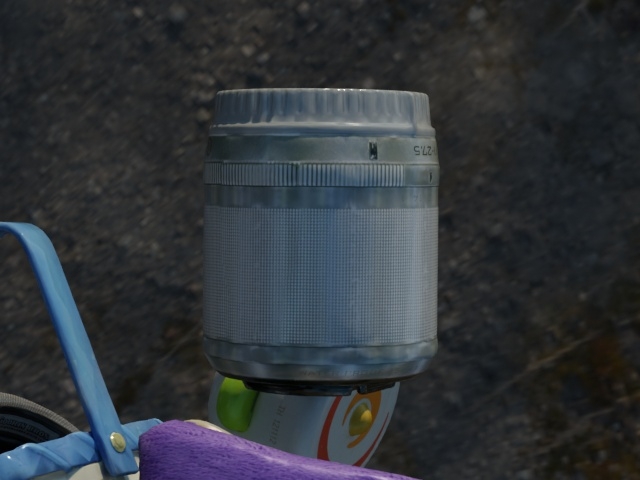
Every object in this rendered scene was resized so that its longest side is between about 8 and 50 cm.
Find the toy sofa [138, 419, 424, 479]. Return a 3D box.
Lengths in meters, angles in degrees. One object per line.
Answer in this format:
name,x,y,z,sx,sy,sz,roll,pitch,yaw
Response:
toy sofa,0.044,0.189,0.790,0.363,0.150,0.177,10,80,13

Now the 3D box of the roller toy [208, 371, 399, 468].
roller toy,-0.008,0.163,1.775,0.146,0.191,0.209,23,55,28

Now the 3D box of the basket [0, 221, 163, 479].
basket,-0.212,0.164,1.056,0.201,0.255,0.289,4,54,-56

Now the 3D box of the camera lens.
camera lens,0.000,0.000,1.569,0.219,0.219,0.274,-1,93,-28

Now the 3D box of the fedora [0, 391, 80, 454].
fedora,-0.320,0.272,1.686,0.244,0.124,0.275,39,19,-3
